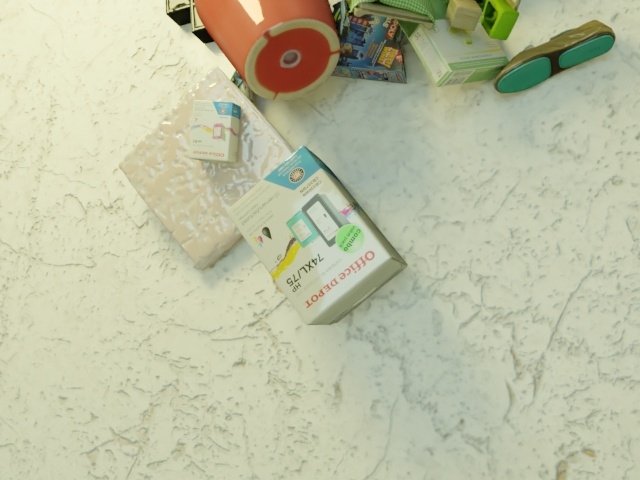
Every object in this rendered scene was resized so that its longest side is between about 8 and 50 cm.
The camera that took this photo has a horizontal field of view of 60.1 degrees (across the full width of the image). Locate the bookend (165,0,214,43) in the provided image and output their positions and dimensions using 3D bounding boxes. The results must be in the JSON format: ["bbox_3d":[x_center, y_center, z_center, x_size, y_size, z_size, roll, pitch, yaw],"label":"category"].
[{"bbox_3d":[-0.297,-0.539,1.306,0.157,0.072,0.156,-8,80,16],"label":"bookend"}]

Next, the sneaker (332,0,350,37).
[{"bbox_3d":[0.041,-0.460,1.155,0.035,0.031,0.083,-3,77,30],"label":"sneaker"}]

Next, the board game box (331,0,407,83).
[{"bbox_3d":[0.115,-0.419,1.171,0.194,0.060,0.194,26,90,18],"label":"board game box"}]

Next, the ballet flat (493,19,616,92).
[{"bbox_3d":[0.439,-0.354,1.066,0.232,0.080,0.073,-19,54,9],"label":"ballet flat"}]

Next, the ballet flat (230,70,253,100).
[{"bbox_3d":[-0.188,-0.316,1.248,0.070,0.070,0.188,37,103,18],"label":"ballet flat"}]

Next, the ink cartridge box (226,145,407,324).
[{"bbox_3d":[0.000,0.000,1.072,0.198,0.197,0.270,-40,74,8],"label":"ink cartridge box"}]

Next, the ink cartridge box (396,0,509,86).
[{"bbox_3d":[0.244,-0.415,1.084,0.171,0.056,0.235,-17,74,-31],"label":"ink cartridge box"}]

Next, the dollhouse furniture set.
[{"bbox_3d":[0.207,-0.494,1.008,0.301,0.151,0.197,6,42,-9],"label":"dollhouse furniture set"}]

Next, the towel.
[{"bbox_3d":[-0.237,-0.155,1.213,0.332,0.053,0.317,-41,85,11],"label":"towel"}]

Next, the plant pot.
[{"bbox_3d":[-0.093,-0.433,1.100,0.275,0.275,0.243,-29,61,11],"label":"plant pot"}]

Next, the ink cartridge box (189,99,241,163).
[{"bbox_3d":[-0.219,-0.225,1.153,0.088,0.052,0.122,6,95,10],"label":"ink cartridge box"}]
